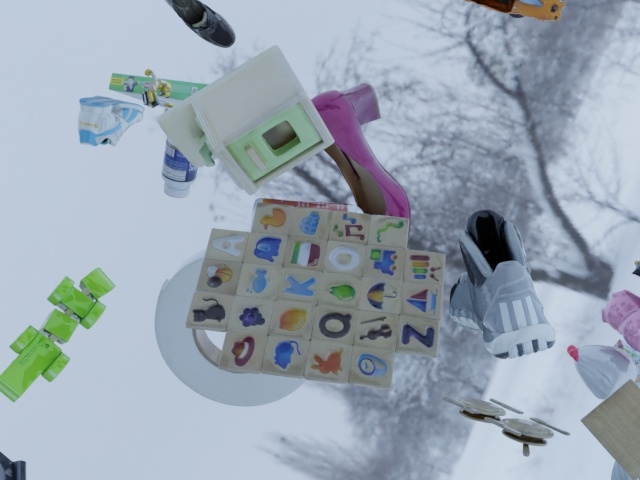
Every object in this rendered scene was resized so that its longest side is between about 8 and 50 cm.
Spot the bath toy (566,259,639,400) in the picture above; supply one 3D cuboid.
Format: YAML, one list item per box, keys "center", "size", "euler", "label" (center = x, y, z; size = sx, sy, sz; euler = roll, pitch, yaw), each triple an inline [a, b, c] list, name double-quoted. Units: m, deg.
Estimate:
- center: [0.567, 0.125, 1.682]
  size: [0.348, 0.129, 0.151]
  euler: [-60, -9, 18]
  label: "bath toy"

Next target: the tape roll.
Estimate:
- center: [-0.182, 0.193, 2.137]
  size: [0.072, 0.392, 0.392]
  euler: [-74, 3, -68]
  label: "tape roll"

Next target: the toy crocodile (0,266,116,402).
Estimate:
- center: [-0.558, 0.190, 1.990]
  size: [0.340, 0.115, 0.105]
  euler: [-58, 14, -27]
  label: "toy crocodile"

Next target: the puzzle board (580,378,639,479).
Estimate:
- center: [0.460, 0.280, 1.393]
  size: [0.096, 0.128, 0.011]
  euler: [-42, 9, 5]
  label: "puzzle board"

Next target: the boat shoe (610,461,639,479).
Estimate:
- center: [0.588, 0.491, 1.728]
  size: [0.226, 0.076, 0.083]
  euler: [-78, 5, -55]
  label: "boat shoe"

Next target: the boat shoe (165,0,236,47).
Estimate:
- center: [-0.204, -0.373, 1.595]
  size: [0.056, 0.152, 0.049]
  euler: [-47, 31, 16]
  label: "boat shoe"

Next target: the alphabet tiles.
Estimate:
- center: [-0.002, 0.069, 1.312]
  size: [0.011, 0.342, 0.285]
  euler: [91, -173, -53]
  label: "alphabet tiles"

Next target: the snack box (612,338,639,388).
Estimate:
- center: [0.670, 0.283, 2.022]
  size: [0.100, 0.141, 0.037]
  euler: [-56, 14, 26]
  label: "snack box"

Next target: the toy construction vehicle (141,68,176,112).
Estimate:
- center: [-0.317, -0.290, 1.896]
  size: [0.086, 0.035, 0.098]
  euler: [18, -126, -53]
  label: "toy construction vehicle"

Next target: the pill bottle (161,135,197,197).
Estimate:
- center: [-0.265, -0.143, 1.785]
  size: [0.067, 0.067, 0.120]
  euler: [-52, -20, -58]
  label: "pill bottle"

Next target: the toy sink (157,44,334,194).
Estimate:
- center: [-0.120, -0.176, 1.536]
  size: [0.234, 0.131, 0.153]
  euler: [-30, -34, 4]
  label: "toy sink"

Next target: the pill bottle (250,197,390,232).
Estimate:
- center: [0.000, 0.000, 1.464]
  size: [0.121, 0.216, 0.121]
  euler: [-176, 90, -88]
  label: "pill bottle"

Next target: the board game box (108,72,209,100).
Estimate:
- center: [-0.327, -0.348, 2.296]
  size: [0.213, 0.317, 0.046]
  euler: [13, -90, -57]
  label: "board game box"

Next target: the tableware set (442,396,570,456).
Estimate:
- center: [0.304, 0.309, 1.577]
  size: [0.194, 0.128, 0.039]
  euler: [17, 97, 55]
  label: "tableware set"

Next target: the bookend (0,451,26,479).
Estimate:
- center: [-0.483, 0.309, 1.210]
  size: [0.156, 0.157, 0.072]
  euler: [76, -179, -56]
  label: "bookend"

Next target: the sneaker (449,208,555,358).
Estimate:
- center: [0.175, 0.028, 0.960]
  size: [0.228, 0.086, 0.132]
  euler: [-129, 24, -79]
  label: "sneaker"

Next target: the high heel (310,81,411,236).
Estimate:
- center: [0.060, -0.114, 1.862]
  size: [0.181, 0.127, 0.377]
  euler: [-27, -73, -36]
  label: "high heel"

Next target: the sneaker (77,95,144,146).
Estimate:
- center: [-0.433, -0.244, 1.928]
  size: [0.229, 0.087, 0.092]
  euler: [-34, -44, -73]
  label: "sneaker"

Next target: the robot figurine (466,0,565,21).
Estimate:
- center: [0.232, -0.417, 1.469]
  size: [0.211, 0.291, 0.085]
  euler: [-84, 12, -70]
  label: "robot figurine"
